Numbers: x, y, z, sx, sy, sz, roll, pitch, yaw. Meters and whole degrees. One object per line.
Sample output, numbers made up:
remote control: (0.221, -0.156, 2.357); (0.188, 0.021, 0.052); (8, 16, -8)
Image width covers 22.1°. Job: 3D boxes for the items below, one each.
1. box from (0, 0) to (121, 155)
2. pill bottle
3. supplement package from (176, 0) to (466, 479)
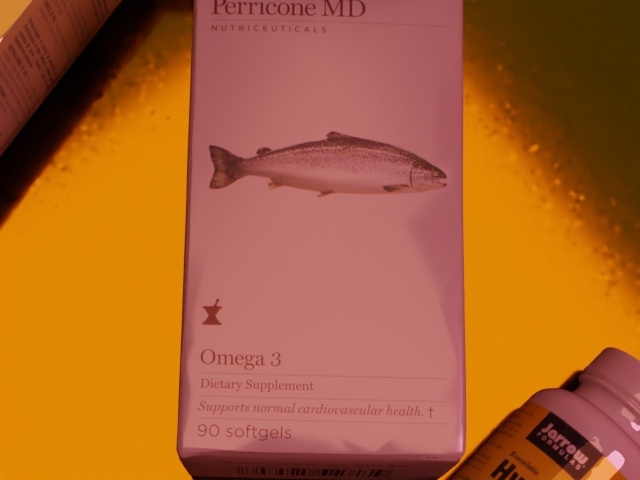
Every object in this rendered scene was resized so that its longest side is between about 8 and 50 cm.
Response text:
box: (-0.154, -0.065, 0.657); (0.058, 0.087, 0.232); (34, 80, 8)
pill bottle: (0.090, 0.099, 0.639); (0.065, 0.065, 0.116); (43, 79, 7)
supplement package: (0.000, 0.000, 0.637); (0.105, 0.105, 0.179); (1, 77, -1)
